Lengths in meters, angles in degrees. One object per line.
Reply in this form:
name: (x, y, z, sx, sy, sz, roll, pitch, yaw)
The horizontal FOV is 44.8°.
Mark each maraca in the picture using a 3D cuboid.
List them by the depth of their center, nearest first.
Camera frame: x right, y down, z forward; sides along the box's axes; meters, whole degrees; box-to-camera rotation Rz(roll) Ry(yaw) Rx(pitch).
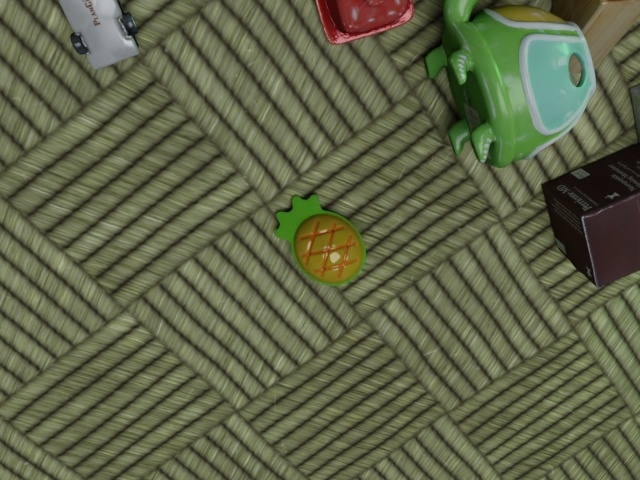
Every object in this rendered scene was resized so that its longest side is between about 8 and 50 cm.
maraca: (0.000, 0.000, 1.428, 0.127, 0.099, 0.185, -44, 91, 0)

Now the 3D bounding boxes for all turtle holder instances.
turtle holder: (0.308, -0.292, 1.286, 0.227, 0.243, 0.320, -20, 82, 1)

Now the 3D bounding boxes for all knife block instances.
knife block: (0.468, -0.383, 1.255, 0.088, 0.242, 0.275, -5, 116, -9)

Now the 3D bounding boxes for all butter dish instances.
butter dish: (0.075, -0.397, 1.235, 0.160, 0.118, 0.160, -19, 117, -3)

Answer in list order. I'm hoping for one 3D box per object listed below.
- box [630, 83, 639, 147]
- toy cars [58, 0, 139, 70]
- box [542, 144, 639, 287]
box: (0.677, -0.117, 1.434, 0.058, 0.232, 0.322, -21, 118, 0)
toy cars: (-0.436, -0.406, 1.146, 0.394, 0.087, 0.176, 25, 113, -25)
box: (0.565, -0.049, 1.479, 0.203, 0.168, 0.167, -23, 118, -1)
